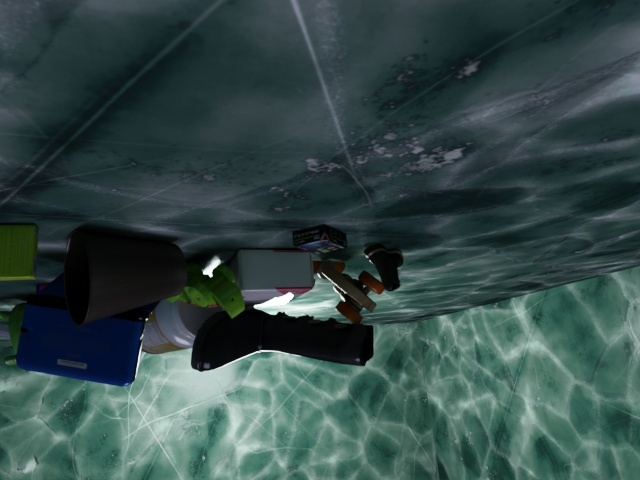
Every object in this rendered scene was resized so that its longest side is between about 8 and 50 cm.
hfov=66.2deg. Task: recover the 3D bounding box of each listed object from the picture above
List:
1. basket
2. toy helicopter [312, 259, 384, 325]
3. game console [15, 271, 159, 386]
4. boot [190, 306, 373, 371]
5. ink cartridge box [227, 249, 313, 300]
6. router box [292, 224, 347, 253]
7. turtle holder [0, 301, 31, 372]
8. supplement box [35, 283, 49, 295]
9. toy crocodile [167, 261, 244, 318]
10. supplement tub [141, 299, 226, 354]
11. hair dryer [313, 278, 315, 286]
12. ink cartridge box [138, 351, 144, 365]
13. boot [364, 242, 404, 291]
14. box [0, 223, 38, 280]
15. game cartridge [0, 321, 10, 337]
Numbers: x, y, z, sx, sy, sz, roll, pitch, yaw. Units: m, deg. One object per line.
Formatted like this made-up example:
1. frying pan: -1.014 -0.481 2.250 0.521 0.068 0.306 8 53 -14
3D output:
1. basket: -0.434 0.077 1.110 0.154 0.205 0.226 10 -171 44
2. toy helicopter: 0.076 0.144 1.534 0.235 0.140 0.355 36 177 15
3. game console: -0.545 0.199 1.209 0.292 0.251 0.173 8 176 6
4. boot: -0.089 0.301 1.405 0.444 0.146 0.367 10 -165 16
5. ink cartridge box: -0.161 0.116 1.437 0.207 0.117 0.283 0 164 -20
6. router box: 0.000 0.000 1.221 0.092 0.038 0.122 -13 163 27
7. turtle holder: -0.923 0.328 1.698 0.227 0.243 0.320 -17 142 -13
8. supplement box: -0.741 0.189 1.515 0.219 0.111 0.114 -5 165 0
9. toy crocodile: -0.330 0.132 1.327 0.340 0.105 0.115 3 -148 39
10. supplement tub: -0.458 0.237 1.569 0.316 0.229 0.228 -19 160 39
11. hair dryer: -0.180 0.167 1.696 0.223 0.080 0.293 -17 161 38
12. ink cartridge box: -0.699 0.329 1.717 0.114 0.273 0.198 26 -178 29
13. boot: 0.206 0.093 1.423 0.076 0.137 0.197 -37 152 26
14. box: -0.649 0.024 0.944 0.178 0.109 0.042 0 166 -18
15. game cartridge: -1.196 0.275 1.645 0.297 0.062 0.198 12 167 -5
